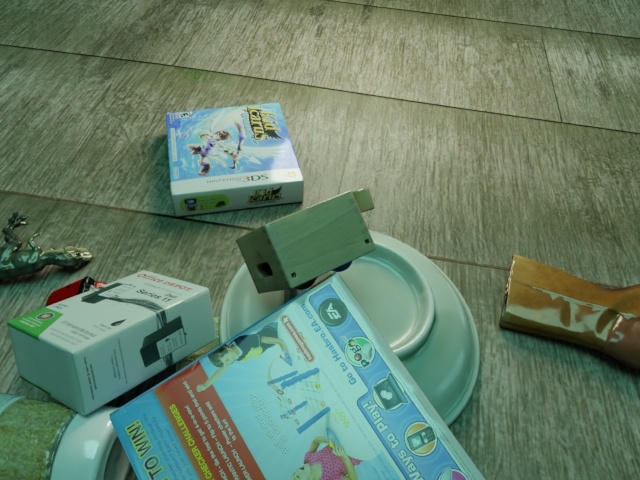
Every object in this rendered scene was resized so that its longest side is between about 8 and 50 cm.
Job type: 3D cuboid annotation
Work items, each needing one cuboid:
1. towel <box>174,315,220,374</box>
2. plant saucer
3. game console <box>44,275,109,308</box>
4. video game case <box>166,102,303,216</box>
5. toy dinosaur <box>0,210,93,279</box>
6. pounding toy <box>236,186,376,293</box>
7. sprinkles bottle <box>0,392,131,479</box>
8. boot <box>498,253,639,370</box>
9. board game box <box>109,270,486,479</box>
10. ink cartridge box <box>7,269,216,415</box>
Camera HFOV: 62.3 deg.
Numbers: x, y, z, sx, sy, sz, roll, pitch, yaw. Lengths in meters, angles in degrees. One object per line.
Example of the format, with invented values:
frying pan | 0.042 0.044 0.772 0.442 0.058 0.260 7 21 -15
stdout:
towel | -0.144 0.157 0.790 0.148 0.027 0.110 -8 50 -11
plant saucer | 0.052 0.105 0.782 0.401 0.100 0.400 5 49 -6
game console | -0.357 0.137 0.804 0.124 0.085 0.143 -22 44 19
video game case | -0.179 -0.173 1.067 0.245 0.061 0.269 -7 48 -12
toy dinosaur | -0.522 0.025 0.865 0.268 0.064 0.118 -17 58 -15
pounding toy | 0.001 -0.001 0.730 0.206 0.181 0.094 -23 92 -26
sprinkles bottle | -0.414 0.239 0.633 0.356 0.121 0.121 7 48 3
boot | 0.459 0.084 0.883 0.281 0.096 0.264 17 56 21
board game box | -0.022 0.244 0.589 0.302 0.086 0.308 -31 70 -11
ink cartridge box | -0.267 0.120 0.702 0.153 0.086 0.208 10 21 33
